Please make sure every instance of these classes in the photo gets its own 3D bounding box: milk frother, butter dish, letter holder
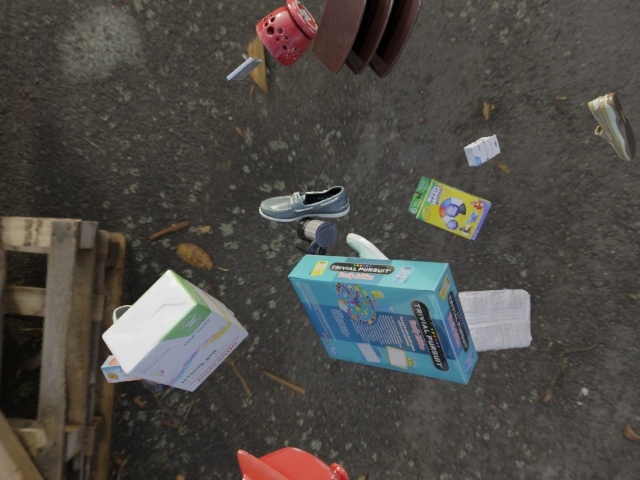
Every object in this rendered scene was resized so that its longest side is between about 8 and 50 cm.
[{"bbox_3d":[0.000,0.000,1.865,0.143,0.134,0.129,23,89,-32],"label":"milk frother"},{"bbox_3d":[-0.012,0.326,0.687,0.118,0.159,0.160,-26,110,-37],"label":"butter dish"},{"bbox_3d":[0.125,-0.599,1.543,0.152,0.302,0.214,-33,76,-29],"label":"letter holder"}]

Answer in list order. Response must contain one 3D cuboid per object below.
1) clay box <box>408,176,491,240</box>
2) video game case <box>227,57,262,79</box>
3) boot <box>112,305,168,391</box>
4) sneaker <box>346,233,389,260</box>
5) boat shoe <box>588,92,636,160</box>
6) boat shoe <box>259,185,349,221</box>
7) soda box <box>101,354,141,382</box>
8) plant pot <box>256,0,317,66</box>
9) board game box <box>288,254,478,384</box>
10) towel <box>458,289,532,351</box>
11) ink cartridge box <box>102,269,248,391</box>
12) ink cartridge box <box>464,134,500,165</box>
[{"bbox_3d":[0.393,-0.099,1.683,0.221,0.053,0.128,21,107,3],"label":"clay box"},{"bbox_3d":[-0.212,-0.480,1.536,0.087,0.122,0.011,-35,99,15],"label":"video game case"},{"bbox_3d":[-0.500,0.306,1.519,0.244,0.088,0.176,37,131,32],"label":"boot"},{"bbox_3d":[0.139,0.096,1.718,0.151,0.094,0.256,-45,64,-3],"label":"sneaker"},{"bbox_3d":[0.707,-0.271,1.333,0.190,0.072,0.068,54,50,-24],"label":"boat shoe"},{"bbox_3d":[-0.060,-0.139,1.898,0.319,0.099,0.116,-1,46,6],"label":"boat shoe"},{"bbox_3d":[-0.547,0.371,1.617,0.183,0.058,0.063,-9,115,11],"label":"soda box"},{"bbox_3d":[-0.111,-0.760,1.995,0.174,0.191,0.191,-31,88,23],"label":"plant pot"},{"bbox_3d":[0.127,0.156,1.127,0.335,0.079,0.254,2,130,37],"label":"board game box"},{"bbox_3d":[0.544,0.246,1.692,0.282,0.049,0.187,-1,88,-26],"label":"towel"},{"bbox_3d":[-0.309,0.230,1.285,0.207,0.353,0.119,-45,63,-4],"label":"ink cartridge box"},{"bbox_3d":[0.383,-0.213,1.294,0.083,0.028,0.048,-29,108,-24],"label":"ink cartridge box"}]
